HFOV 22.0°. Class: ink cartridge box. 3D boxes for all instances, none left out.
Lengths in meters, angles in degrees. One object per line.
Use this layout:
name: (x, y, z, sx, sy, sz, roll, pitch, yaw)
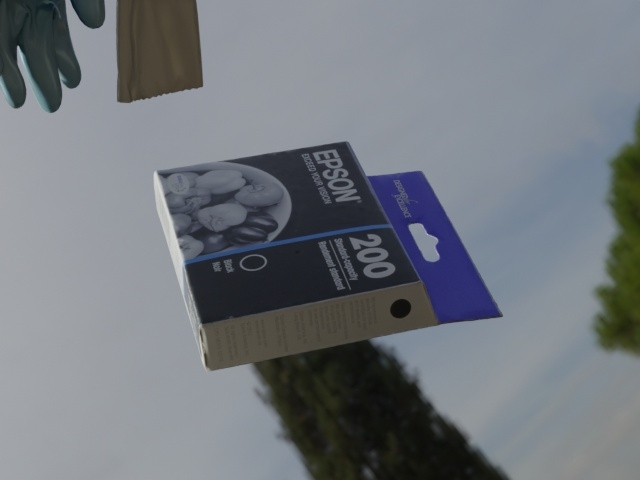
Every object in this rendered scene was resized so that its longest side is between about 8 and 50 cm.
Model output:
ink cartridge box: (0.000, 0.000, 1.158, 0.208, 0.206, 0.045, -9, -57, -10)

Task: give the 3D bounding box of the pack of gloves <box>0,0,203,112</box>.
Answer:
pack of gloves: (-0.104, -0.182, 0.836, 0.046, 0.232, 0.195, 5, 13, 30)
